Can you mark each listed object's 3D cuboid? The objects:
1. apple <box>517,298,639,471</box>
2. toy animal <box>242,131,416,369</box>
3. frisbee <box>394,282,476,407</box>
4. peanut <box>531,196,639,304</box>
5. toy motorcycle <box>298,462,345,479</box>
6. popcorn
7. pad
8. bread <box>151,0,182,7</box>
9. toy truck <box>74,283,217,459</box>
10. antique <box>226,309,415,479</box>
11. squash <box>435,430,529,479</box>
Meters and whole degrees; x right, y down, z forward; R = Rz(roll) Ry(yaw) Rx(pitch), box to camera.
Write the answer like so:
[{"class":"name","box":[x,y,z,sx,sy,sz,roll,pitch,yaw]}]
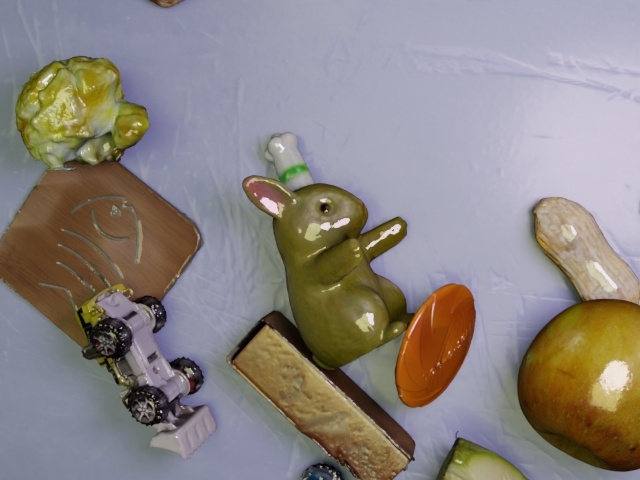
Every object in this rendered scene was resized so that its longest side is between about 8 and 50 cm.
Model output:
[{"class":"apple","box":[0.390,0.194,1.128,0.237,0.237,0.207,33,75,7]},{"class":"toy animal","box":[0.019,0.002,1.202,0.180,0.181,0.363,-16,93,23]},{"class":"frisbee","box":[0.175,0.155,1.183,0.035,0.192,0.192,22,97,36]},{"class":"peanut","box":[0.380,0.023,1.188,0.087,0.087,0.207,-37,85,10]},{"class":"toy motorcycle","box":[-0.025,0.488,1.277,0.204,0.108,0.239,-23,64,6]},{"class":"popcorn","box":[-0.355,-0.186,1.253,0.212,0.198,0.198,19,96,3]},{"class":"pad","box":[-0.370,0.015,1.353,0.286,0.018,0.284,38,99,6]},{"class":"bread","box":[-0.238,-0.426,1.282,0.192,0.067,0.119,31,98,7]},{"class":"toy truck","box":[-0.274,0.204,1.285,0.111,0.136,0.286,-25,96,28]},{"class":"antique","box":[0.005,0.247,1.265,0.310,0.087,0.093,42,101,5]},{"class":"squash","box":[0.300,0.408,1.205,0.288,0.111,0.203,26,129,11]}]
